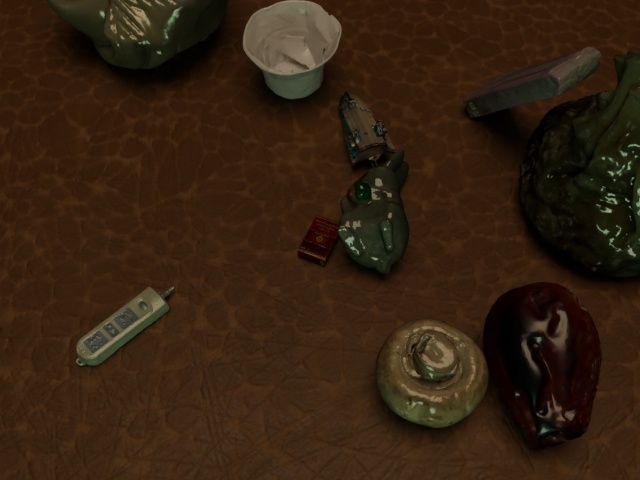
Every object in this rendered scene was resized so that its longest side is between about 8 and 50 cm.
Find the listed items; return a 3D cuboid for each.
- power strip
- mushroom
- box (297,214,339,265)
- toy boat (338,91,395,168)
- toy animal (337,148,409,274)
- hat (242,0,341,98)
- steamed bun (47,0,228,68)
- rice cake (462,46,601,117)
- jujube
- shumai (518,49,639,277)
[{"bbox_3d":[-0.309,0.132,1.176,0.191,0.030,0.047,-40,67,-23],"label":"power strip"},{"bbox_3d":[0.163,0.193,1.090,0.166,0.127,0.166,-2,61,4],"label":"mushroom"},{"bbox_3d":[0.000,0.000,1.273,0.052,0.023,0.082,20,59,13],"label":"box"},{"bbox_3d":[0.075,-0.223,1.401,0.085,0.066,0.210,-18,47,0],"label":"toy boat"},{"bbox_3d":[0.100,-0.066,1.278,0.126,0.127,0.251,16,40,1],"label":"toy animal"},{"bbox_3d":[-0.055,-0.357,1.443,0.203,0.126,0.203,1,57,-1],"label":"hat"},{"bbox_3d":[-0.331,-0.525,1.475,0.368,0.255,0.342,-41,83,7],"label":"steamed bun"},{"bbox_3d":[0.367,-0.277,1.328,0.106,0.298,0.050,-34,102,-16],"label":"rice cake"},{"bbox_3d":[0.330,0.180,1.087,0.168,0.168,0.236,-2,64,-2],"label":"jujube"},{"bbox_3d":[0.525,-0.162,1.204,0.395,0.348,0.394,-2,59,3],"label":"shumai"}]
